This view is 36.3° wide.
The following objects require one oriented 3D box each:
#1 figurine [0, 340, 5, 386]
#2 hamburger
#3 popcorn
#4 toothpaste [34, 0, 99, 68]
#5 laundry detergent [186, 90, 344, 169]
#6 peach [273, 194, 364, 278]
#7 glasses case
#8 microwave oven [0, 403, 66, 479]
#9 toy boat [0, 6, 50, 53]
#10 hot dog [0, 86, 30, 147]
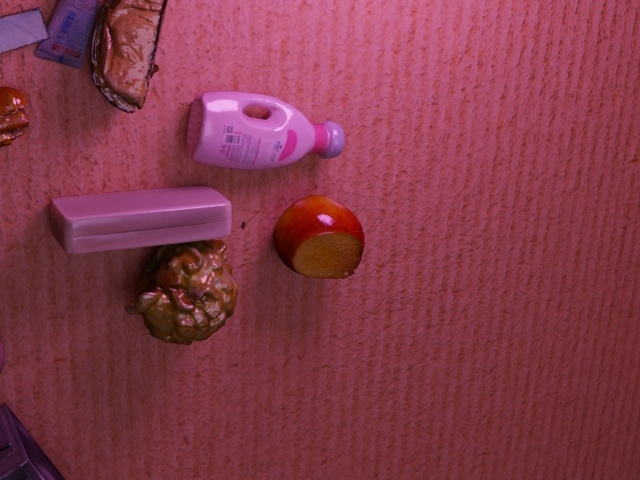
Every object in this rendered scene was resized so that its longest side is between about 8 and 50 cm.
[{"bbox_3d":[-0.669,0.225,1.869,0.125,0.125,0.138,-14,103,-24],"label":"figurine"},{"bbox_3d":[-0.356,-0.370,1.816,0.131,0.124,0.261,13,99,-14],"label":"hamburger"},{"bbox_3d":[-0.279,0.097,1.998,0.217,0.181,0.235,20,99,-34],"label":"popcorn"},{"bbox_3d":[-0.441,-0.430,1.778,0.089,0.057,0.234,14,109,-30],"label":"toothpaste"},{"bbox_3d":[-0.108,-0.222,2.025,0.335,0.088,0.159,1,108,-31],"label":"laundry detergent"},{"bbox_3d":[0.000,0.000,2.106,0.190,0.192,0.190,-41,167,-12],"label":"peach"},{"bbox_3d":[-0.351,-0.044,1.925,0.337,0.144,0.076,-6,113,-26],"label":"glasses case"},{"bbox_3d":[-0.712,0.592,1.921,0.432,0.236,0.374,-33,122,-14],"label":"microwave oven"},{"bbox_3d":[-0.549,-0.374,1.747,0.115,0.016,0.063,-19,116,-12],"label":"toy boat"},{"bbox_3d":[-0.651,-0.196,1.743,0.269,0.072,0.115,-23,127,-21],"label":"hot dog"}]
